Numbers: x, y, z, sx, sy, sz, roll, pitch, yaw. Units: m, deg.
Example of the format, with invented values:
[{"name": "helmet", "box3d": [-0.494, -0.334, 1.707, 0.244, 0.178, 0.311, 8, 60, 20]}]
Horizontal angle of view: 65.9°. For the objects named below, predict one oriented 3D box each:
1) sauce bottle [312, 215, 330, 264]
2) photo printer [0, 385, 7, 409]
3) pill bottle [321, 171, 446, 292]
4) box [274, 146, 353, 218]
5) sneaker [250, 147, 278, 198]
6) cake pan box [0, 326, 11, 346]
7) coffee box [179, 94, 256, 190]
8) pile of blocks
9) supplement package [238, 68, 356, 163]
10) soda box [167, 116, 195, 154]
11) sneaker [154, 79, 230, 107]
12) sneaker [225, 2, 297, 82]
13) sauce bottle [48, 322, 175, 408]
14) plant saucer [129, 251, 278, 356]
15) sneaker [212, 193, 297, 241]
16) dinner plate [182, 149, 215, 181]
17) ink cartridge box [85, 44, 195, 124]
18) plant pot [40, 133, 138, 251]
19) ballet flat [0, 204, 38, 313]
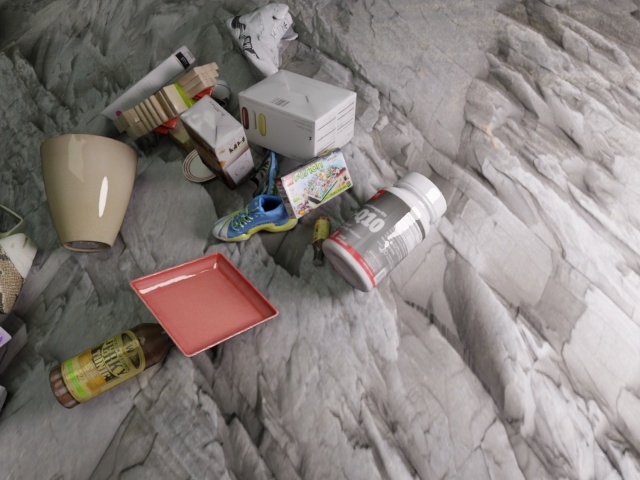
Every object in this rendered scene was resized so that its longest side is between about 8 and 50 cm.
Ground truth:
[{"name": "sauce bottle", "box3d": [0.000, 0.000, 1.271, 0.042, 0.042, 0.128, 0, 59, 12]}, {"name": "photo printer", "box3d": [-0.916, 0.481, 1.156, 0.255, 0.107, 0.308, 0, 61, 14]}, {"name": "pill bottle", "box3d": [0.155, -0.025, 1.182, 0.283, 0.161, 0.161, -43, 61, -13]}, {"name": "box", "box3d": [-0.014, -0.151, 1.284, 0.207, 0.114, 0.036, -34, 22, -31]}, {"name": "sneaker", "box3d": [-0.162, -0.195, 1.404, 0.078, 0.067, 0.188, 0, 63, 5]}, {"name": "cake pan box", "box3d": [-0.930, 0.264, 1.205, 0.245, 0.070, 0.267, 22, 55, 31]}, {"name": "coffee box", "box3d": [-0.272, -0.258, 1.345, 0.141, 0.246, 0.098, 43, 77, 15]}, {"name": "pile of blocks", "box3d": [-0.449, -0.401, 1.506, 0.361, 0.113, 0.149, -26, 14, 12]}, {"name": "supplement package", "box3d": [-0.064, -0.349, 1.393, 0.261, 0.145, 0.204, 25, 48, 24]}, {"name": "soda box", "box3d": [-0.451, -0.347, 1.560, 0.061, 0.058, 0.181, -44, 61, -14]}, {"name": "sneaker", "box3d": [-0.418, -0.454, 1.593, 0.257, 0.094, 0.091, -11, 57, 6]}, {"name": "sneaker", "box3d": [-0.166, -0.661, 1.630, 0.210, 0.137, 0.366, -29, 55, -2]}, {"name": "sauce bottle", "box3d": [-0.455, 0.267, 1.174, 0.344, 0.111, 0.111, -29, 59, -12]}, {"name": "plant saucer", "box3d": [-0.277, 0.153, 1.180, 0.259, 0.048, 0.258, -20, 50, -42]}, {"name": "sneaker", "box3d": [-0.185, -0.071, 1.303, 0.239, 0.126, 0.091, -12, 59, 5]}, {"name": "dinner plate", "box3d": [-0.349, -0.232, 1.495, 0.141, 0.017, 0.141, -5, 60, 8]}, {"name": "ink cartridge box", "box3d": [-0.573, -0.482, 1.585, 0.370, 0.069, 0.176, -29, 27, 14]}, {"name": "plant pot", "box3d": [-0.649, -0.115, 1.385, 0.256, 0.256, 0.274, -6, 76, 9]}, {"name": "ballet flat", "box3d": [-0.930, 0.002, 1.420, 0.182, 0.164, 0.482, -32, 56, -25]}]
